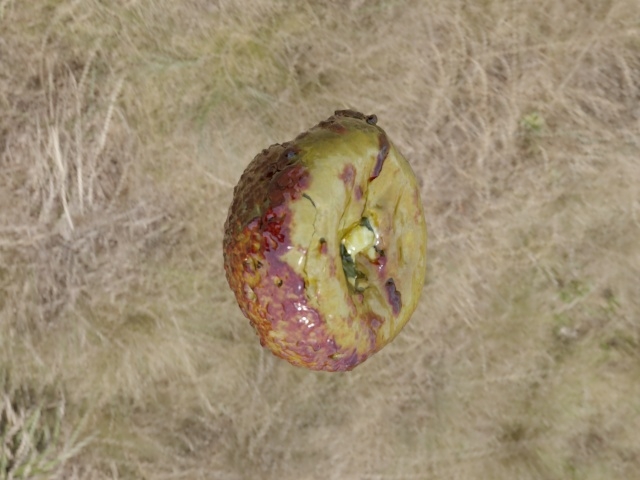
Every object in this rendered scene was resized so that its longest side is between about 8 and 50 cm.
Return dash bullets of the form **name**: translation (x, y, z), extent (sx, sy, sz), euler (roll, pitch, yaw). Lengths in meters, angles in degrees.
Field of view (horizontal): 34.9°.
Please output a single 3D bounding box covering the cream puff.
- **cream puff**: translation (0.000, 0.000, 0.574), extent (0.149, 0.084, 0.149), euler (-7, 98, -57)
